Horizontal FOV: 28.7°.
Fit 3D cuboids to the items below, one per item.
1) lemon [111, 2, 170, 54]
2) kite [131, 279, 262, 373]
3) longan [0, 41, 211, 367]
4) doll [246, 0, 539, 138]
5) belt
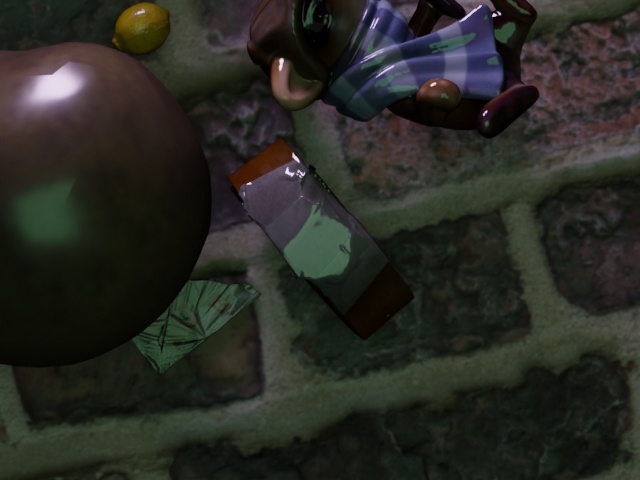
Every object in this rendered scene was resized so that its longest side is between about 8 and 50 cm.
[{"bbox_3d":[-0.222,-0.261,1.548,0.083,0.062,0.062,-35,98,-3],"label":"lemon"},{"bbox_3d":[-0.187,0.047,1.603,0.229,0.012,0.250,6,94,-11],"label":"kite"},{"bbox_3d":[-0.322,-0.044,1.417,0.404,0.336,0.404,-1,84,11],"label":"longan"},{"bbox_3d":[0.088,-0.246,1.490,0.339,0.318,0.209,12,124,-2],"label":"doll"},{"bbox_3d":[0.000,0.000,1.534,0.105,0.184,0.261,-38,98,-2],"label":"belt"}]
